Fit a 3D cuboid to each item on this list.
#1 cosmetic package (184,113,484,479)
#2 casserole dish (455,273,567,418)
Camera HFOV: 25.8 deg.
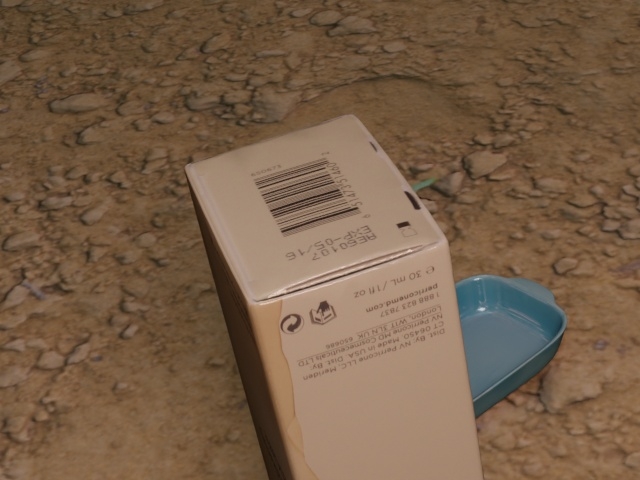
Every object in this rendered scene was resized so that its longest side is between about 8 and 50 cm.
[{"bbox_3d":[0.019,0.101,0.839,0.113,0.309,0.160,-17,34,-9],"label":"cosmetic package"},{"bbox_3d":[0.104,0.091,1.067,0.188,0.037,0.114,-33,40,-26],"label":"casserole dish"}]
